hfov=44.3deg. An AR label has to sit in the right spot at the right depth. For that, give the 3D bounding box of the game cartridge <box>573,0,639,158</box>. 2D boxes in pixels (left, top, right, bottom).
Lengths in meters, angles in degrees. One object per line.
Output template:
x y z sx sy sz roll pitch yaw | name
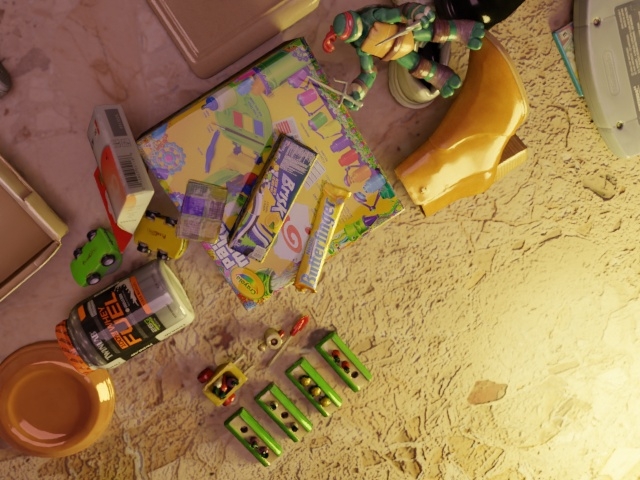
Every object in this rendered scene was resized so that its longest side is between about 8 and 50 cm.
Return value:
0.525 -0.296 1.297 0.196 0.060 0.294 -21 105 -9 | game cartridge

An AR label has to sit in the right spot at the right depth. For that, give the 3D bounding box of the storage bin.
-0.548 -0.014 1.120 0.260 0.123 0.262 -37 105 10 | storage bin

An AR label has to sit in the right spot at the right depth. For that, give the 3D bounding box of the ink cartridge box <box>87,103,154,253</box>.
-0.295 -0.081 1.096 0.045 0.179 0.146 -10 67 -36 | ink cartridge box

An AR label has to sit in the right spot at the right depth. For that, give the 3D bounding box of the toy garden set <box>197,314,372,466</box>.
-0.064 0.241 1.319 0.244 0.049 0.204 -40 106 0 | toy garden set

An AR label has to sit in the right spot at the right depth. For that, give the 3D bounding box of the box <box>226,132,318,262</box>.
-0.067 -0.058 1.068 0.054 0.059 0.169 27 97 -13 | box

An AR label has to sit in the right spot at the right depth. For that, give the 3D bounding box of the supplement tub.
-0.302 0.121 1.216 0.190 0.117 0.117 -31 105 -3 | supplement tub

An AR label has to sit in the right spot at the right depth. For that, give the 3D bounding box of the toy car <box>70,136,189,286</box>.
-0.301 -0.016 1.195 0.225 0.053 0.239 -46 64 23 | toy car

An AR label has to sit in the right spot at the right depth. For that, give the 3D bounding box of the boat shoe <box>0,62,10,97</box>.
-0.555 -0.316 1.085 0.094 0.109 0.302 -30 108 -1 | boat shoe

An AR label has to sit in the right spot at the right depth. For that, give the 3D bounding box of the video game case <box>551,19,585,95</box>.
0.482 -0.335 1.315 0.166 0.015 0.119 -31 105 -3 | video game case

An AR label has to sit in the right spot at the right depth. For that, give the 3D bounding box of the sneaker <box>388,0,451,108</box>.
0.161 -0.350 1.195 0.110 0.129 0.297 -8 102 -7 | sneaker

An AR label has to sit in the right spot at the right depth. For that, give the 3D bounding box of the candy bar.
0.000 0.000 1.116 0.040 0.018 0.162 16 99 -13 | candy bar

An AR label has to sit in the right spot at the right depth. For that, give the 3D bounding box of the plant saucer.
-0.433 0.261 1.263 0.199 0.037 0.200 -2 101 -10 | plant saucer

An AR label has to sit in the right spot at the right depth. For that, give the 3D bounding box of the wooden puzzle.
-0.151 -0.392 1.157 0.220 0.044 0.239 -30 110 12 | wooden puzzle

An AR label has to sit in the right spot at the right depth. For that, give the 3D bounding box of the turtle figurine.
0.098 -0.264 1.058 0.234 0.175 0.118 1 59 -30 | turtle figurine

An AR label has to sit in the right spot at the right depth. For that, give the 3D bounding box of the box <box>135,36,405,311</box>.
-0.079 -0.104 1.178 0.279 0.177 0.290 -32 106 -2 | box

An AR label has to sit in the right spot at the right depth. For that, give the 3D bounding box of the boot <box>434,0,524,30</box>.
0.334 -0.430 1.094 0.348 0.260 0.131 -50 116 -18 | boot

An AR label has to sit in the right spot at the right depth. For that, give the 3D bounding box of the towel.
-0.163 -0.037 1.083 0.060 0.009 0.083 13 100 -11 | towel

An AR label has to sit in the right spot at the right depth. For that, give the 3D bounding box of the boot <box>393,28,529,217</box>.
0.205 -0.160 1.203 0.211 0.104 0.295 -29 140 -1 | boot
